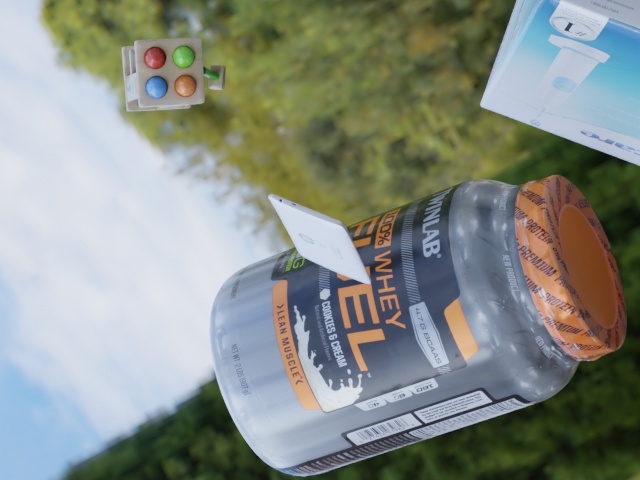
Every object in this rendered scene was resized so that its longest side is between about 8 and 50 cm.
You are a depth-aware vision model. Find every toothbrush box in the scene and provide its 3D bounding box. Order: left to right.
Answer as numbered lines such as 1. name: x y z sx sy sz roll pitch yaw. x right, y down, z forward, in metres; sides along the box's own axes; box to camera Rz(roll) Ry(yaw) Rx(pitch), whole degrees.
1. toothbrush box: 0.255 -0.151 1.436 0.216 0.126 0.295 20 168 1

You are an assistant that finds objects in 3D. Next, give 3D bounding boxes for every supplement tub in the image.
1. supplement tub: 0.082 0.068 1.631 0.193 0.316 0.194 45 -147 -41

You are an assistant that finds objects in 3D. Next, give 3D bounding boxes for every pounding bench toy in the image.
1. pounding bench toy: -0.108 -0.131 1.529 0.065 0.083 0.052 180 86 -73

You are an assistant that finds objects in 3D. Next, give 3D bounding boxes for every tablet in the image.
1. tablet: 0.000 0.000 1.193 0.054 0.006 0.083 23 161 24
